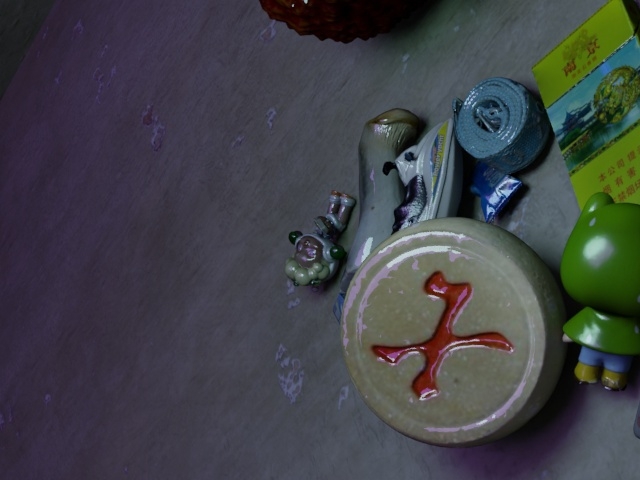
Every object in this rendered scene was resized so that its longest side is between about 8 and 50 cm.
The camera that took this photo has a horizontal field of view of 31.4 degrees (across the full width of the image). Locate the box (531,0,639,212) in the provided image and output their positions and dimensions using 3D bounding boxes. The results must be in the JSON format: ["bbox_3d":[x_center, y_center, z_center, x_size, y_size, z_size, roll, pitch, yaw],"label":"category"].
[{"bbox_3d":[0.426,-0.176,1.651,0.187,0.047,0.335,-42,47,40],"label":"box"}]

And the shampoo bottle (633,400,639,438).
[{"bbox_3d":[0.458,0.186,1.486,0.080,0.040,0.165,16,93,60],"label":"shampoo bottle"}]

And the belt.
[{"bbox_3d":[0.290,-0.184,1.809,0.148,0.082,0.163,-31,46,34],"label":"belt"}]

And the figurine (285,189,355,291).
[{"bbox_3d":[-0.001,0.000,2.146,0.147,0.093,0.197,19,93,45],"label":"figurine"}]

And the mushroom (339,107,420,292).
[{"bbox_3d":[0.100,-0.073,2.008,0.159,0.122,0.328,-3,75,49],"label":"mushroom"}]

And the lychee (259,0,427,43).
[{"bbox_3d":[0.050,-0.546,1.992,0.500,0.424,0.424,52,122,32],"label":"lychee"}]

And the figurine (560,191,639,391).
[{"bbox_3d":[0.398,0.070,1.524,0.162,0.143,0.263,15,107,29],"label":"figurine"}]

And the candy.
[{"bbox_3d":[0.274,-0.091,1.842,0.088,0.038,0.136,-56,30,21],"label":"candy"}]

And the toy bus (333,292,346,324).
[{"bbox_3d":[0.072,0.157,2.032,0.153,0.051,0.061,63,141,43],"label":"toy bus"}]

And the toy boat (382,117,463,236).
[{"bbox_3d":[0.170,-0.070,1.889,0.141,0.141,0.269,-12,76,52],"label":"toy boat"}]

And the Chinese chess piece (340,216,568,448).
[{"bbox_3d":[0.195,0.134,1.675,0.338,0.140,0.338,2,94,24],"label":"Chinese chess piece"}]
